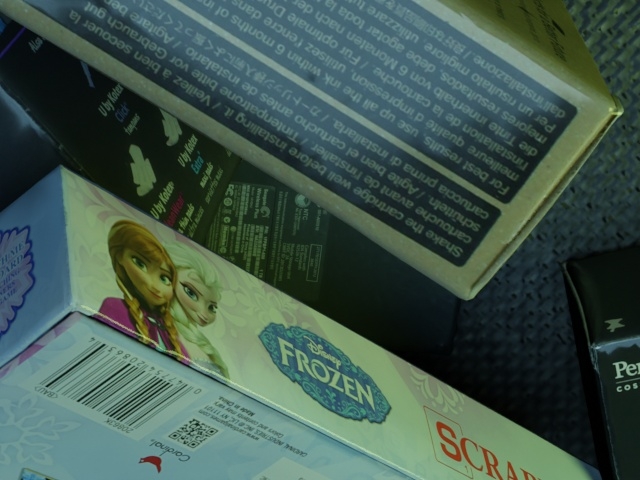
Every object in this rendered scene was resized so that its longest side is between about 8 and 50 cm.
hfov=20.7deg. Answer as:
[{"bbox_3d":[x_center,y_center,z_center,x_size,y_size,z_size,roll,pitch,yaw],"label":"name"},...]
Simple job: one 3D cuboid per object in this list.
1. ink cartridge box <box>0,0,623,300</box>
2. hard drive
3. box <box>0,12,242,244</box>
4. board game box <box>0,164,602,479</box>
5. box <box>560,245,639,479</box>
[{"bbox_3d":[-0.006,-0.098,0.646,0.193,0.234,0.088,32,107,-11],"label":"ink cartridge box"},{"bbox_3d":[0.000,0.000,0.793,0.135,0.022,0.094,7,110,-3],"label":"hard drive"},{"bbox_3d":[-0.181,-0.070,0.689,0.165,0.143,0.270,-33,108,23],"label":"box"},{"bbox_3d":[-0.092,0.140,0.714,0.318,0.066,0.319,-35,135,25],"label":"board game box"},{"bbox_3d":[0.256,0.081,0.784,0.261,0.103,0.184,-12,113,4],"label":"box"}]
